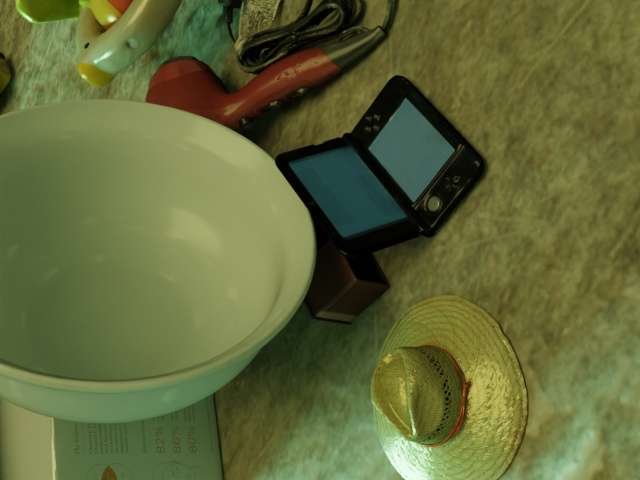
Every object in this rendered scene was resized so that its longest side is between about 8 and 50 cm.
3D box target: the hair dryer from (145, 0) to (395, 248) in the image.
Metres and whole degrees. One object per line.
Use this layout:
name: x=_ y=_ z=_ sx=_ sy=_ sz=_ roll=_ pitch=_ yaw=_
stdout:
hair dryer: x=-0.067 y=-0.127 z=0.823 sx=0.224 sy=0.080 sz=0.293 roll=21 pitch=96 yaw=43

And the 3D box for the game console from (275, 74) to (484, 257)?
game console: x=0.042 y=-0.059 z=0.711 sx=0.107 sy=0.071 sz=0.122 roll=-53 pitch=51 yaw=23

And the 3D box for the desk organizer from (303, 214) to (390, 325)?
desk organizer: x=0.000 y=0.000 z=0.757 sx=0.050 sy=0.047 sz=0.130 roll=-44 pitch=55 yaw=26

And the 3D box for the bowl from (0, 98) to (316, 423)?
bowl: x=-0.158 y=0.031 z=0.715 sx=0.298 sy=0.298 sz=0.134 roll=55 pitch=148 yaw=35

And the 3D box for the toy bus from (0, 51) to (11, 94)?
toy bus: x=-0.525 y=-0.114 z=1.233 sx=0.333 sy=0.108 sz=0.130 roll=-39 pitch=58 yaw=31

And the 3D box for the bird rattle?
bird rattle: x=-0.169 y=-0.255 z=0.911 sx=0.254 sy=0.143 sz=0.206 roll=-30 pitch=49 yaw=24

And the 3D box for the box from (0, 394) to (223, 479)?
box: x=-0.179 y=0.176 z=0.805 sx=0.091 sy=0.171 sz=0.130 roll=-25 pitch=65 yaw=38

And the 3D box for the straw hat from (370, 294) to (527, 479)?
straw hat: x=0.068 y=0.107 z=0.660 sx=0.145 sy=0.061 sz=0.144 roll=-10 pitch=74 yaw=41
